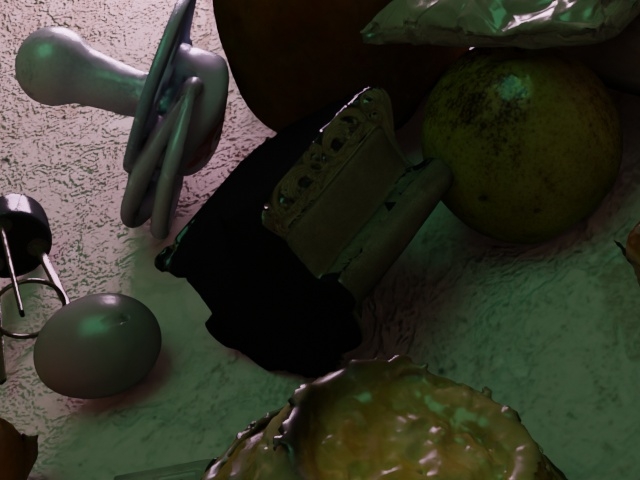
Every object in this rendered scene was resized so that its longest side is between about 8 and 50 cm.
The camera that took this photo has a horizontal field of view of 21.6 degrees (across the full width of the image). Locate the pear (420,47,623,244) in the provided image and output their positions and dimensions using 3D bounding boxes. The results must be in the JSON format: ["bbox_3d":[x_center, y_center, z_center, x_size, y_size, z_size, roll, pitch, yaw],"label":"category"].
[{"bbox_3d":[0.188,-0.103,1.602,0.197,0.197,0.197,-15,43,15],"label":"pear"}]

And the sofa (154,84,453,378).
[{"bbox_3d":[0.000,0.000,1.601,0.200,0.182,0.258,-52,16,-30],"label":"sofa"}]

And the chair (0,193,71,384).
[{"bbox_3d":[-0.325,0.051,1.806,0.095,0.104,0.221,-38,41,15],"label":"chair"}]

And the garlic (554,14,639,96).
[{"bbox_3d":[0.361,-0.245,1.689,0.325,0.132,0.279,12,56,40],"label":"garlic"}]

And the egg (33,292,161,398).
[{"bbox_3d":[-0.224,0.106,1.679,0.135,0.103,0.103,-19,42,16],"label":"egg"}]

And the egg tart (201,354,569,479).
[{"bbox_3d":[0.065,0.205,1.308,0.345,0.132,0.345,6,36,-4],"label":"egg tart"}]

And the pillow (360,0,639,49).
[{"bbox_3d":[0.219,-0.263,1.609,0.274,0.076,0.281,8,37,44],"label":"pillow"}]

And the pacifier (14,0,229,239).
[{"bbox_3d":[-0.220,-0.151,1.794,0.233,0.299,0.244,22,71,1],"label":"pacifier"}]

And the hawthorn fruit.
[{"bbox_3d":[0.010,-0.259,1.769,0.267,0.301,0.268,-19,36,14],"label":"hawthorn fruit"}]

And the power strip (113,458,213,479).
[{"bbox_3d":[-0.161,0.251,1.544,0.175,0.042,0.075,-13,45,18],"label":"power strip"}]

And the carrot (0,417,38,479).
[{"bbox_3d":[-0.371,0.295,1.546,0.196,0.196,0.254,-11,55,19],"label":"carrot"}]

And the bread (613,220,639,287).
[{"bbox_3d":[0.428,0.044,1.302,0.279,0.207,0.279,-33,40,-5],"label":"bread"}]

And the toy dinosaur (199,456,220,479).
[{"bbox_3d":[-0.100,0.273,1.377,0.087,0.179,0.187,-23,68,10],"label":"toy dinosaur"}]
